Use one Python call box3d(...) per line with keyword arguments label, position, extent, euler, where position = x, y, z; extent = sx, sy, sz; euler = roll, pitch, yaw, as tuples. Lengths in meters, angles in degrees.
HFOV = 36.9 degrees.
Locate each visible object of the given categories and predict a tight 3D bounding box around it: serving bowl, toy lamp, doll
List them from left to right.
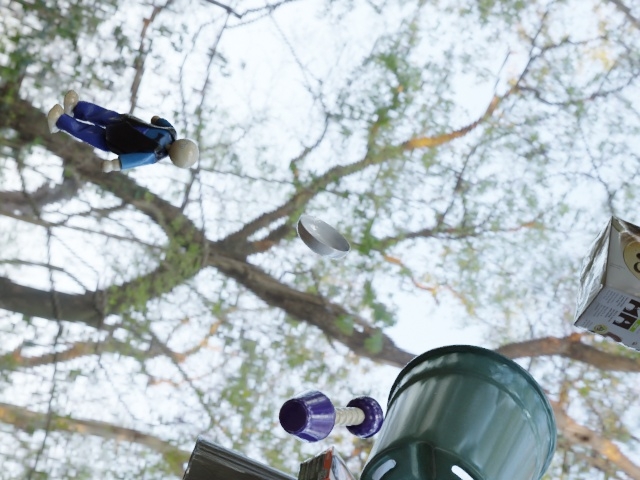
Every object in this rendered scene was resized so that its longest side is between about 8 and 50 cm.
box3d(label="doll", position=(-0.239, -0.127, 1.185), extent=(0.129, 0.188, 0.046), euler=(-62, 168, -48))
box3d(label="serving bowl", position=(0.000, 0.000, 1.331), extent=(0.027, 0.083, 0.083), euler=(-55, -146, 19))
box3d(label="toy lamp", position=(0.015, 0.265, 1.448), extent=(0.080, 0.274, 0.080), euler=(-5, -102, 21))

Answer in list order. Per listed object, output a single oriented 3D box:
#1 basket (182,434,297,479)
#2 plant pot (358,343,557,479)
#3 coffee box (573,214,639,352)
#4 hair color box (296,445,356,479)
box3d(label="basket", position=(-0.100, 0.408, 1.429), extent=(0.154, 0.226, 0.204), euler=(-73, -178, -46))
box3d(label="plant pot", position=(0.234, 0.405, 1.736), extent=(0.341, 0.341, 0.334), euler=(-56, 171, 25))
box3d(label="coffee box", position=(0.574, 0.102, 1.541), extent=(0.119, 0.297, 0.168), euler=(111, 2, -47))
box3d(label="hair color box", position=(0.031, 0.278, 0.930), extent=(0.043, 0.141, 0.072), euler=(-31, -170, 10))
